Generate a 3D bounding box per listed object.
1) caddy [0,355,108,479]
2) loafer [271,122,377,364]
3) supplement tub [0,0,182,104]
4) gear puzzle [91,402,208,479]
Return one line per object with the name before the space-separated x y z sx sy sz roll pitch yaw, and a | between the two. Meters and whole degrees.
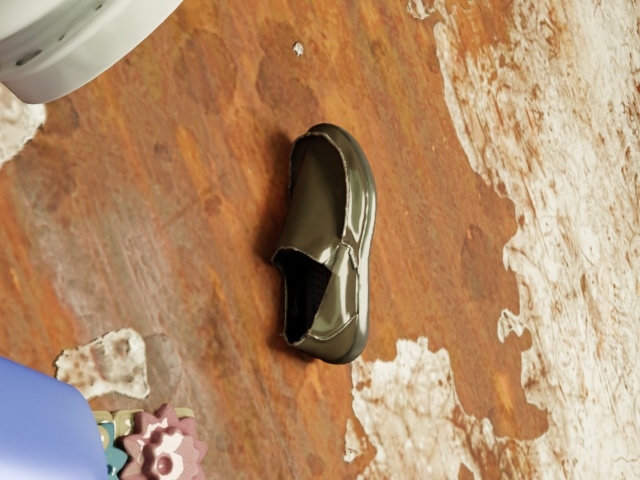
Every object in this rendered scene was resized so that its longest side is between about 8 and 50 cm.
caddy | -0.246 0.185 0.483 0.179 0.241 0.341 28 60 -49
loafer | 0.000 0.000 0.921 0.078 0.080 0.220 6 77 -48
supplement tub | -0.226 -0.263 0.613 0.325 0.235 0.235 46 50 -31
gear puzzle | -0.138 0.285 0.724 0.175 0.044 0.338 8 75 -47
